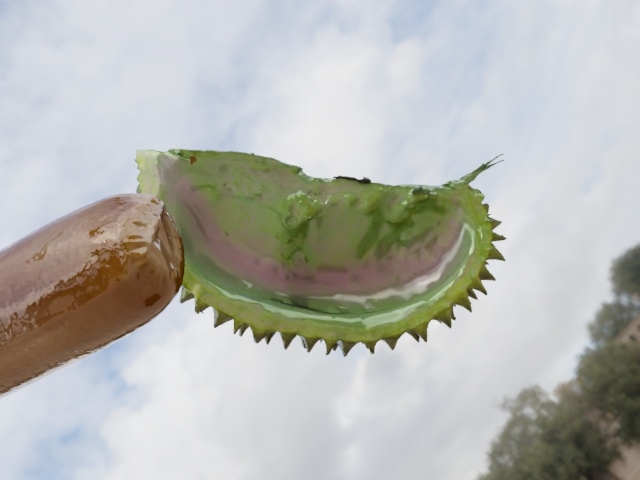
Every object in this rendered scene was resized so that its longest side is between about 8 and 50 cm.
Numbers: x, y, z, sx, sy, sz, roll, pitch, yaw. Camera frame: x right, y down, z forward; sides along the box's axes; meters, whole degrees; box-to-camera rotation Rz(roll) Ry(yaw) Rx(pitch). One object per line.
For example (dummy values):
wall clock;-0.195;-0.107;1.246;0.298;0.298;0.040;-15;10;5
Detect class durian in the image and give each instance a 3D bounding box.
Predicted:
durian;0.004;0.008;1.014;0.355;0.157;0.169;2;-66;-9

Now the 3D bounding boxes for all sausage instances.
sausage;-0.216;0.052;0.797;0.274;0.105;0.105;-27;-14;25
